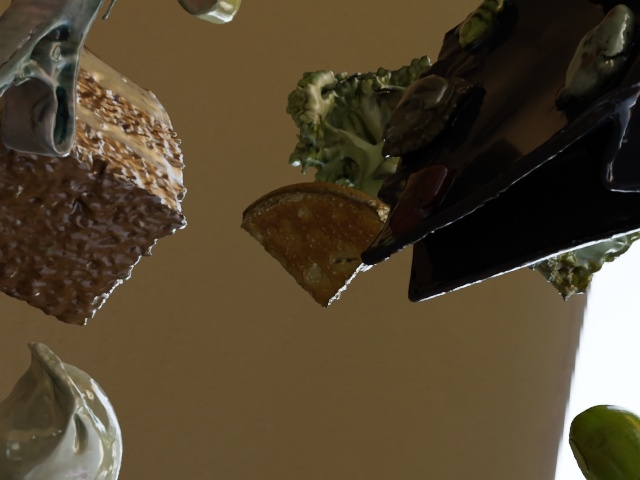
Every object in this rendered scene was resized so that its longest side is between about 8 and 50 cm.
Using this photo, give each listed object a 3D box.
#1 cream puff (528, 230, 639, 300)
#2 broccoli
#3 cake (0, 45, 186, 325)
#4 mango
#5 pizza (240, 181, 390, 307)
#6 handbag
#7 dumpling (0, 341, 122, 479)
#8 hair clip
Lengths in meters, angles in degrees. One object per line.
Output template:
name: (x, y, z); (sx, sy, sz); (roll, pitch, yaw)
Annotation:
cream puff: (0.364, -0.094, 1.574); (0.270, 0.274, 0.323); (-43, -25, 3)
broccoli: (0.088, -0.102, 1.227); (0.263, 0.247, 0.243); (52, -158, -16)
cake: (-0.337, -0.093, 1.356); (0.282, 0.255, 0.290); (35, -151, -34)
mango: (0.201, 0.150, 0.690); (0.056, 0.108, 0.073); (-31, -64, 6)
pizza: (0.000, -0.001, 1.120); (0.046, 0.175, 0.134); (-42, -40, -57)
handbag: (0.183, -0.120, 0.872); (0.122, 0.329, 0.303); (42, -130, -21)
dumpling: (-0.292, 0.217, 1.141); (0.131, 0.179, 0.252); (-11, -57, -32)
hair clip: (-0.101, -0.145, 0.514); (0.071, 0.159, 0.218); (35, -105, -55)
